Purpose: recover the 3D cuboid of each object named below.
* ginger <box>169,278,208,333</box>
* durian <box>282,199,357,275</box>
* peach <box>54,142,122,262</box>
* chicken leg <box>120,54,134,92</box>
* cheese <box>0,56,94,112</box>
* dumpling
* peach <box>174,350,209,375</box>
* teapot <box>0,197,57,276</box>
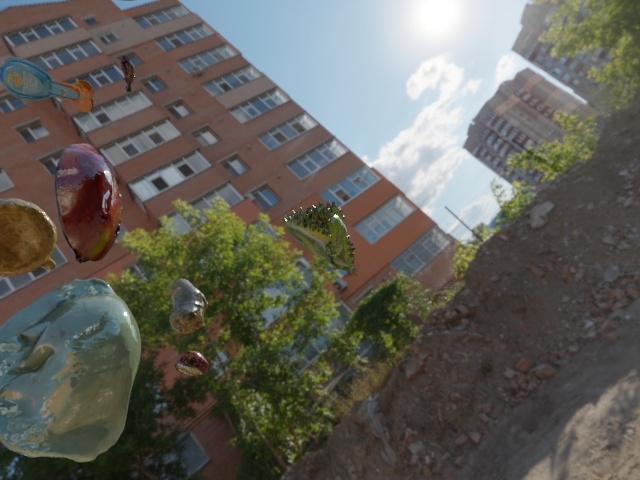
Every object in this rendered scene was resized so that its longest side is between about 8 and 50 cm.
[{"bbox_3d":[-0.332,0.164,1.013,0.069,0.190,0.095,-37,-59,8],"label":"ginger"},{"bbox_3d":[0.000,0.000,1.078,0.159,0.168,0.352,-18,-19,7],"label":"durian"},{"bbox_3d":[-0.400,-0.082,0.742,0.068,0.279,0.189,-8,-35,-11],"label":"peach"},{"bbox_3d":[-0.462,-0.399,0.977,0.021,0.036,0.083,-32,-53,-49],"label":"chicken leg"},{"bbox_3d":[-0.329,-0.185,0.487,0.017,0.111,0.047,-91,17,-64],"label":"cheese"},{"bbox_3d":[-0.467,0.242,0.771,0.270,0.321,0.211,-33,-59,-23],"label":"dumpling"},{"bbox_3d":[-0.296,0.287,0.947,0.083,0.078,0.050,106,-179,-49],"label":"peach"},{"bbox_3d":[-0.823,-0.020,1.057,0.203,0.167,0.311,-54,-51,-23],"label":"teapot"}]
